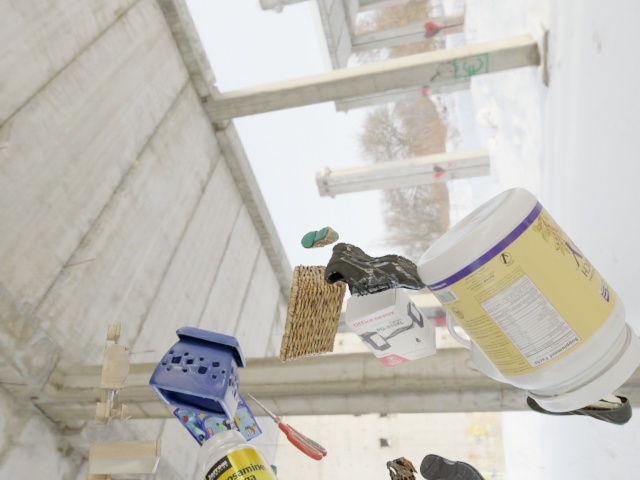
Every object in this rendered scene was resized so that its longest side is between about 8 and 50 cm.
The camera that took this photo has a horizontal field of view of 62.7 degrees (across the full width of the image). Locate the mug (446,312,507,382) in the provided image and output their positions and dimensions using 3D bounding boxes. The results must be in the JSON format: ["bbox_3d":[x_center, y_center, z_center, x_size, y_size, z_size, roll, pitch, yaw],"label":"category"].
[{"bbox_3d":[0.639,0.309,1.891,0.276,0.374,0.328,-45,-25,-77],"label":"mug"}]

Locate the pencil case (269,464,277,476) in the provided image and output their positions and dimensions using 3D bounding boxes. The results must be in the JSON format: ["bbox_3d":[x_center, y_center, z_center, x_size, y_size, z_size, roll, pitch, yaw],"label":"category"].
[{"bbox_3d":[-0.169,0.770,1.610,0.070,0.064,0.151,24,-127,-36],"label":"pencil case"}]

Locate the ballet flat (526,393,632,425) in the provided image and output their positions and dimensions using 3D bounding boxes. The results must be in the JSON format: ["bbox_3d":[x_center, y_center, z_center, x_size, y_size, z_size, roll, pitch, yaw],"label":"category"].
[{"bbox_3d":[0.752,0.462,1.532,0.095,0.281,0.096,-64,-26,-56],"label":"ballet flat"}]

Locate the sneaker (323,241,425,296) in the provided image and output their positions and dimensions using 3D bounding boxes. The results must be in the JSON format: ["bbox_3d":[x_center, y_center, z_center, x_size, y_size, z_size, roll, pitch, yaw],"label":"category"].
[{"bbox_3d":[0.139,0.099,1.393,0.130,0.286,0.109,-60,-37,-29],"label":"sneaker"}]

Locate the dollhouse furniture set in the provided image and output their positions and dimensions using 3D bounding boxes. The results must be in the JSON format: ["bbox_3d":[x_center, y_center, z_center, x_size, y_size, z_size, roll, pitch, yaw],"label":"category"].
[{"bbox_3d":[-0.541,0.468,1.486,0.355,0.174,0.303,-102,29,-44],"label":"dollhouse furniture set"}]

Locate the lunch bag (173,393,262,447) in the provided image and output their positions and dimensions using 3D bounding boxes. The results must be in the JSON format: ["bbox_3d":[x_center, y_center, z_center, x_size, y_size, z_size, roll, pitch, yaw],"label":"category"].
[{"bbox_3d":[-0.380,0.694,2.005,0.221,0.293,0.138,-6,-48,-49],"label":"lunch bag"}]

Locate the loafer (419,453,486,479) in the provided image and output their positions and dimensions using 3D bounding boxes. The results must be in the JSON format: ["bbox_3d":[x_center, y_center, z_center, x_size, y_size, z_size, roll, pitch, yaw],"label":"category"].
[{"bbox_3d":[0.412,0.705,1.534,0.109,0.095,0.302,-61,18,-15],"label":"loafer"}]

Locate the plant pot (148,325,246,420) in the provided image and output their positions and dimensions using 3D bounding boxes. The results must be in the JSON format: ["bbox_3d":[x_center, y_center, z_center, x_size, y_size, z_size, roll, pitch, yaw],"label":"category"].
[{"bbox_3d":[-0.362,0.406,1.635,0.236,0.236,0.212,88,-165,-58],"label":"plant pot"}]

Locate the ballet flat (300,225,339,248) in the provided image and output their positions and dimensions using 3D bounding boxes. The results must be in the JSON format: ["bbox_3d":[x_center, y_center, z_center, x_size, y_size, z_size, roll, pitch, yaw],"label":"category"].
[{"bbox_3d":[0.000,0.000,1.782,0.206,0.067,0.073,-12,56,65],"label":"ballet flat"}]

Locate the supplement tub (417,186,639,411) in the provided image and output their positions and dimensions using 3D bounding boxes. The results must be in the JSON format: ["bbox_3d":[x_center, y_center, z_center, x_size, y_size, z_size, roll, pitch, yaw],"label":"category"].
[{"bbox_3d":[0.357,0.101,0.914,0.331,0.241,0.241,50,-163,0],"label":"supplement tub"}]

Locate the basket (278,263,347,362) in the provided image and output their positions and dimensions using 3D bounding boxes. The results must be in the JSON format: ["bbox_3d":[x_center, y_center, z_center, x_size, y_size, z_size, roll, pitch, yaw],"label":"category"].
[{"bbox_3d":[-0.072,0.239,1.837,0.213,0.223,0.299,36,122,49],"label":"basket"}]

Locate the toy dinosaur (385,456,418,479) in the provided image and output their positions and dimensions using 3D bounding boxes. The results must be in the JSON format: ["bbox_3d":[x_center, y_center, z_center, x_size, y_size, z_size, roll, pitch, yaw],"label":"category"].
[{"bbox_3d":[0.220,0.709,1.288,0.218,0.164,0.322,7,-142,-40],"label":"toy dinosaur"}]

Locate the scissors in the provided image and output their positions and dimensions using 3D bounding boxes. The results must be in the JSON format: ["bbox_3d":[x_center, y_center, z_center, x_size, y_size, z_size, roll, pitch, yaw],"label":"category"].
[{"bbox_3d":[-0.102,0.459,1.322,0.021,0.297,0.109,-60,-30,-3],"label":"scissors"}]

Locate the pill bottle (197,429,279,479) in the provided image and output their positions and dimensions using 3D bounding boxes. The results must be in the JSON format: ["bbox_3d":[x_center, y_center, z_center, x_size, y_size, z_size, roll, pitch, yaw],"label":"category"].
[{"bbox_3d":[-0.201,0.667,1.384,0.334,0.188,0.187,38,151,49],"label":"pill bottle"}]

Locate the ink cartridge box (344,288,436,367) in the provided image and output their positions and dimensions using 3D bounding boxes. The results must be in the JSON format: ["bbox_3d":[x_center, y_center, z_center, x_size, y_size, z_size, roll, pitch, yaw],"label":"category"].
[{"bbox_3d":[0.206,0.248,1.535,0.237,0.172,0.100,49,-148,-27],"label":"ink cartridge box"}]
